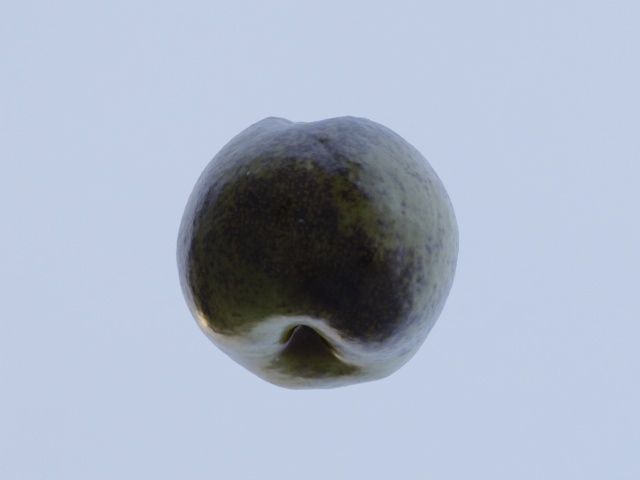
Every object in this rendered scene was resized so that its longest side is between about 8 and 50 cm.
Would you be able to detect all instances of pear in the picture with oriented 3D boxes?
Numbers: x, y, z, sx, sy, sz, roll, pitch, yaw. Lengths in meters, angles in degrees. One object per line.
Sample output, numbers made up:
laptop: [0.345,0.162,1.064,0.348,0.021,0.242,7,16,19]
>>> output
pear: [0.000,0.000,1.294,0.197,0.197,0.197,13,-68,35]
